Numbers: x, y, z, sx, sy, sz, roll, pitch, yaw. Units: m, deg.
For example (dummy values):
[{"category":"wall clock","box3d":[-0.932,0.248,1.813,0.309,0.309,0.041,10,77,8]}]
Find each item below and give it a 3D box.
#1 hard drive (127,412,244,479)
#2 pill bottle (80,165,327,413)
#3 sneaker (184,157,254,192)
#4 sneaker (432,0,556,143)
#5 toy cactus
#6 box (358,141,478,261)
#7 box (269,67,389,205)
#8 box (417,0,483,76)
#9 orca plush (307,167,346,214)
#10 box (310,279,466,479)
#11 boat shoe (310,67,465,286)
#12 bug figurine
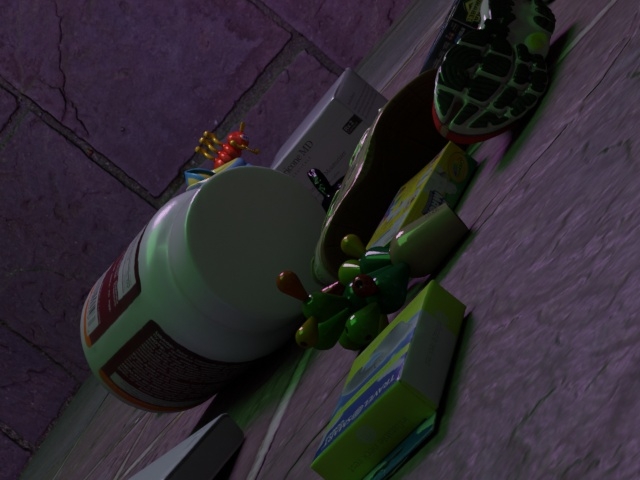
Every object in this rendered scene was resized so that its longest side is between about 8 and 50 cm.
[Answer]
[{"category":"hard drive","box3d":[-0.233,0.309,1.608,0.307,0.040,0.203,-37,3,21]},{"category":"pill bottle","box3d":[-0.143,0.064,1.881,0.224,0.224,0.392,-55,8,-30]},{"category":"sneaker","box3d":[-0.186,-0.004,2.569,0.319,0.208,0.127,-51,8,8]},{"category":"sneaker","box3d":[0.182,-0.162,1.604,0.279,0.107,0.118,-55,-11,-51]},{"category":"toy cactus","box3d":[0.052,0.028,1.403,0.180,0.112,0.219,-41,0,7]},{"category":"box","box3d":[0.099,-0.027,1.559,0.105,0.043,0.179,-44,13,49]},{"category":"box","box3d":[0.022,-0.145,2.331,0.181,0.119,0.182,-49,7,22]},{"category":"box","box3d":[0.198,-0.302,2.026,0.175,0.051,0.220,-64,1,-24]},{"category":"orca plush","box3d":[0.038,-0.075,1.934,0.151,0.102,0.287,-48,8,26]},{"category":"box","box3d":[0.052,0.114,1.134,0.109,0.042,0.178,-48,7,27]},{"category":"boat shoe","box3d":[0.073,-0.073,1.697,0.285,0.104,0.089,-55,10,-20]},{"category":"bug figurine","box3d":[-0.107,-0.095,2.682,0.072,0.279,0.216,49,118,44]}]
